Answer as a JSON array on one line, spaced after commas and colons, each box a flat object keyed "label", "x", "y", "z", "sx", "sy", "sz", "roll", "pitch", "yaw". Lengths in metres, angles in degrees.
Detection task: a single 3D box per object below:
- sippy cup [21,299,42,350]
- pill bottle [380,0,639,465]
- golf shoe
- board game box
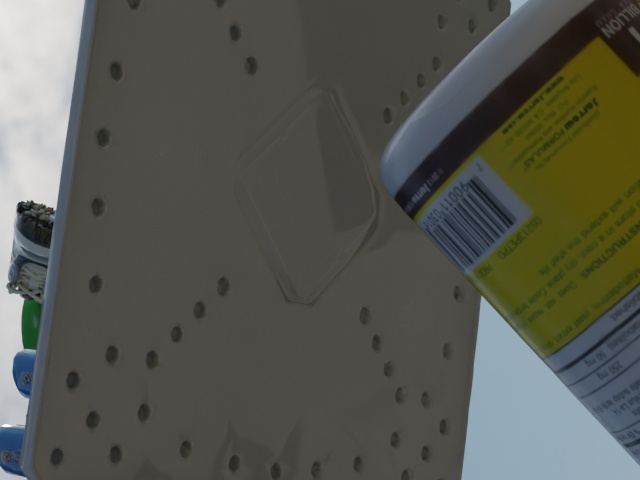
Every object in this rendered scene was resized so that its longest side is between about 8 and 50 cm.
[{"label": "sippy cup", "x": -0.224, "y": 0.111, "z": 1.965, "sx": 0.240, "sy": 0.224, "sz": 0.305, "roll": 47, "pitch": -139, "yaw": -42}, {"label": "pill bottle", "x": 0.131, "y": 0.012, "z": 0.552, "sx": 0.215, "sy": 0.117, "sz": 0.117, "roll": 47, "pitch": -154, "yaw": 4}, {"label": "golf shoe", "x": -0.317, "y": 0.021, "z": 1.801, "sx": 0.273, "sy": 0.105, "sz": 0.120, "roll": 159, "pitch": 133, "yaw": -84}, {"label": "board game box", "x": -0.022, "y": -0.028, "z": 0.981, "sx": 0.390, "sy": 0.050, "sz": 0.390, "roll": 14, "pitch": -100, "yaw": -48}]
